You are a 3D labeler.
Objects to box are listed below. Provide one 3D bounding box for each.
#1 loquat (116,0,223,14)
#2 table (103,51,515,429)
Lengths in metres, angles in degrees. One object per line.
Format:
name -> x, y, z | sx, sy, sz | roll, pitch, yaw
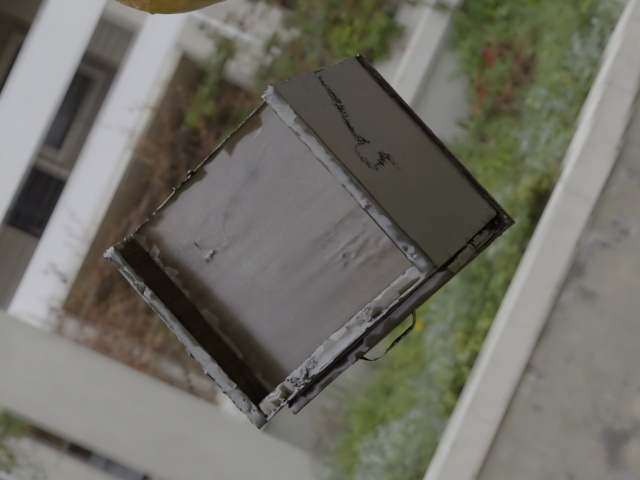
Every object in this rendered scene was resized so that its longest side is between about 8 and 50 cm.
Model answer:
loquat -> -0.140, -0.318, 1.563 | 0.213, 0.213, 0.213 | -156, 90, -87
table -> 0.000, 0.000, 1.083 | 0.169, 0.172, 0.193 | -43, -4, 21
